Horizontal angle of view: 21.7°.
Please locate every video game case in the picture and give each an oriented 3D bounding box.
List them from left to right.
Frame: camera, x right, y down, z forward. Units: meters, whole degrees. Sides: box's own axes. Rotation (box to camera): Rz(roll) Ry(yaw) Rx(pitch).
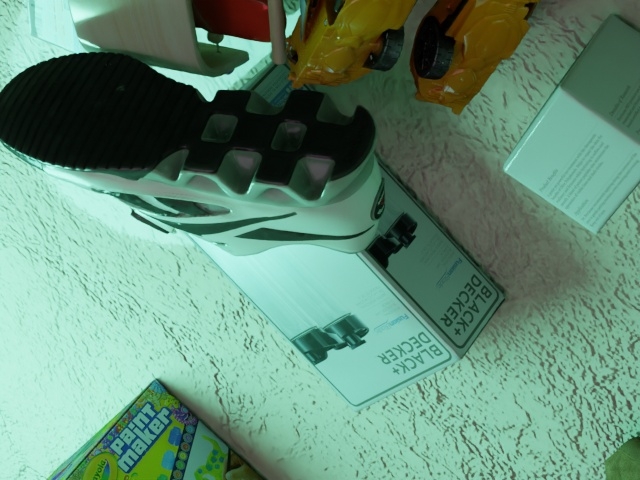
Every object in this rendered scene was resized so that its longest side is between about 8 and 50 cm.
[{"bbox_3d":[-0.210,-0.198,1.487,0.122,0.011,0.087,24,138,19],"label":"video game case"}]

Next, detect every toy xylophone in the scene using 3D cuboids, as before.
[{"bbox_3d":[-0.113,-0.247,1.268,0.236,0.081,0.323,20,134,20],"label":"toy xylophone"}]

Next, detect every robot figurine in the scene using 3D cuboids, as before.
[{"bbox_3d":[0.089,-0.206,1.144,0.211,0.085,0.291,7,142,-22],"label":"robot figurine"}]

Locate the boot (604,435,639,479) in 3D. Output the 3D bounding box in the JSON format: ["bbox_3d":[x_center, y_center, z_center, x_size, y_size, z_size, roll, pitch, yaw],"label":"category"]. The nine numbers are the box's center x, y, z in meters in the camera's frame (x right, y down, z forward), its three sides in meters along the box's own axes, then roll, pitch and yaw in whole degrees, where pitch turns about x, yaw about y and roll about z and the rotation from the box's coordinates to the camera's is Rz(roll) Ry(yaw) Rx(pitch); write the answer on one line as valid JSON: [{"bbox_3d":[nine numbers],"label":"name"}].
[{"bbox_3d":[0.342,0.288,1.474,0.115,0.112,0.305,35,158,57],"label":"boot"}]

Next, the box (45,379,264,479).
[{"bbox_3d":[-0.188,0.351,1.862,0.279,0.177,0.290,43,141,-3],"label":"box"}]

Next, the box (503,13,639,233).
[{"bbox_3d":[0.203,-0.083,1.201,0.087,0.102,0.101,34,141,3],"label":"box"}]

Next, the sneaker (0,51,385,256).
[{"bbox_3d":[-0.106,-0.050,1.314,0.330,0.122,0.146,14,148,21],"label":"sneaker"}]

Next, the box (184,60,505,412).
[{"bbox_3d":[0.000,0.000,1.450,0.290,0.087,0.169,47,140,-9],"label":"box"}]
